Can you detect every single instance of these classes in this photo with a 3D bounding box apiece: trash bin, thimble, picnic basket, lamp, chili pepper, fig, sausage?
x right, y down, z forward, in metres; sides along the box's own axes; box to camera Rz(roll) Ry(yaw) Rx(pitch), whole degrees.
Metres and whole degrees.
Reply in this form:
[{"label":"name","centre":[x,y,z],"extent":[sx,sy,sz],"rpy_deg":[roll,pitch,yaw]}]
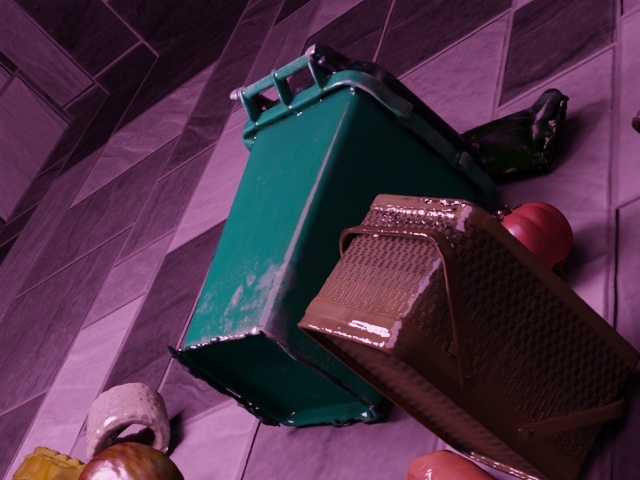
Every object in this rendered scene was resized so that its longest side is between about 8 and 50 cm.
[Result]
[{"label":"trash bin","centre":[0.000,0.000,1.297],"extent":[0.259,0.295,0.381],"rpy_deg":[-20,40,49]},{"label":"thimble","centre":[-0.261,0.258,1.515],"extent":[0.115,0.102,0.090],"rpy_deg":[-50,25,11]},{"label":"picnic basket","centre":[0.128,0.086,0.958],"extent":[0.139,0.267,0.165],"rpy_deg":[-57,28,-14]},{"label":"lamp","centre":[0.211,0.008,1.160],"extent":[0.107,0.092,0.107],"rpy_deg":[-38,-11,-9]},{"label":"chili pepper","centre":[0.224,-0.118,1.387],"extent":[0.216,0.062,0.108],"rpy_deg":[-21,33,47]},{"label":"fig","centre":[-0.185,0.318,1.274],"extent":[0.245,0.149,0.149],"rpy_deg":[6,54,45]},{"label":"sausage","centre":[0.126,0.229,0.979],"extent":[0.065,0.065,0.169],"rpy_deg":[-47,23,-5]}]

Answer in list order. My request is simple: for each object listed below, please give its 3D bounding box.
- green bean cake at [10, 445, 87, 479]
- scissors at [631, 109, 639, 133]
[{"label":"green bean cake","centre":[-0.373,0.391,1.451],"extent":[0.233,0.124,0.236],"rpy_deg":[-6,45,56]},{"label":"scissors","centre":[0.353,-0.096,1.113],"extent":[0.317,0.024,0.160],"rpy_deg":[-89,9,-75]}]
